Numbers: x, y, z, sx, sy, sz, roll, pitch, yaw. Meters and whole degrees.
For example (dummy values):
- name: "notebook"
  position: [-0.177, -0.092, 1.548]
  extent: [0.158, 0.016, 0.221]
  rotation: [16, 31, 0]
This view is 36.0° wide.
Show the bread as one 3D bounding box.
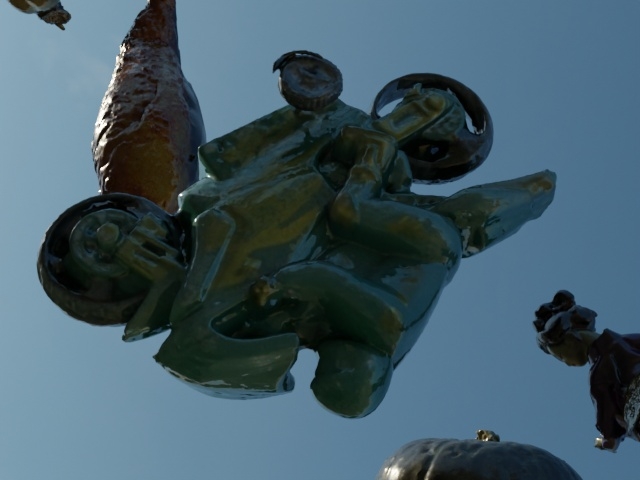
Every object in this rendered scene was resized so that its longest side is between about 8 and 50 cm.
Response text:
- name: "bread"
  position: [-0.156, -0.103, 0.861]
  extent: [0.139, 0.095, 0.269]
  rotation: [116, -30, -42]

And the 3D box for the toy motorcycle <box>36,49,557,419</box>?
- name: "toy motorcycle"
  position: [0.002, -0.001, 0.568]
  extent: [0.198, 0.296, 0.109]
  rotation: [52, -22, 23]

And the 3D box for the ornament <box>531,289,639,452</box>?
- name: "ornament"
  position: [0.190, 0.100, 0.547]
  extent: [0.203, 0.088, 0.081]
  rotation: [34, -78, 47]

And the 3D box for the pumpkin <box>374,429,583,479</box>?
- name: "pumpkin"
  position: [0.153, 0.262, 0.954]
  extent: [0.223, 0.223, 0.157]
  rotation: [0, -110, 30]

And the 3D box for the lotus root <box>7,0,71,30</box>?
- name: "lotus root"
  position: [-0.291, -0.274, 0.989]
  extent: [0.063, 0.072, 0.152]
  rotation: [25, -32, 35]
